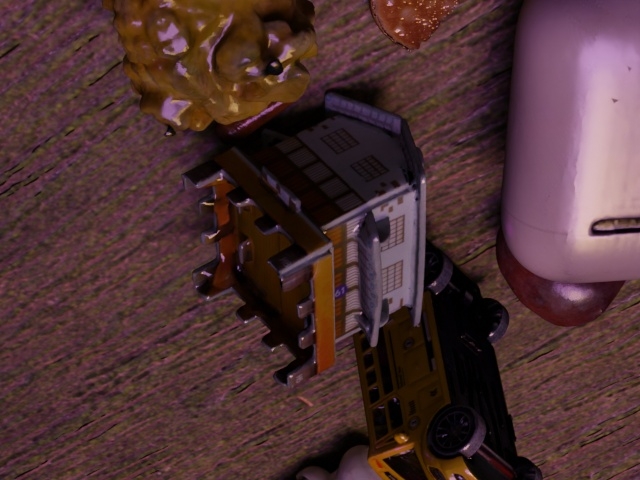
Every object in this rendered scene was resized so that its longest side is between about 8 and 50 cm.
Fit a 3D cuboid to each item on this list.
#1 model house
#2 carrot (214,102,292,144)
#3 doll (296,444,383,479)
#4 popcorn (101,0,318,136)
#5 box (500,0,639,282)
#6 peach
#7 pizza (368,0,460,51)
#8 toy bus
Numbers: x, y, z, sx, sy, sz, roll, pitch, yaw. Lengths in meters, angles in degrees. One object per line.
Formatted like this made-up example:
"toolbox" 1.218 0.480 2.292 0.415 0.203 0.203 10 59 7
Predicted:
"model house" 0.000 0.000 1.953 0.215 0.198 0.224 -26 140 -21
"carrot" -0.066 -0.128 1.940 0.093 0.032 0.032 -29 134 14
"doll" 0.026 0.323 2.376 0.181 0.107 0.110 -28 156 25
"popcorn" -0.094 -0.201 1.755 0.189 0.169 0.218 -15 141 3
"box" 0.329 -0.119 1.918 0.289 0.141 0.349 -4 122 -10
"peach" 0.271 0.026 2.090 0.152 0.152 0.152 -6 136 -6
"pizza" 0.088 -0.224 1.878 0.100 0.029 0.099 -1 144 -8
"toy bus" 0.125 0.164 2.067 0.151 0.331 0.145 -28 134 21
